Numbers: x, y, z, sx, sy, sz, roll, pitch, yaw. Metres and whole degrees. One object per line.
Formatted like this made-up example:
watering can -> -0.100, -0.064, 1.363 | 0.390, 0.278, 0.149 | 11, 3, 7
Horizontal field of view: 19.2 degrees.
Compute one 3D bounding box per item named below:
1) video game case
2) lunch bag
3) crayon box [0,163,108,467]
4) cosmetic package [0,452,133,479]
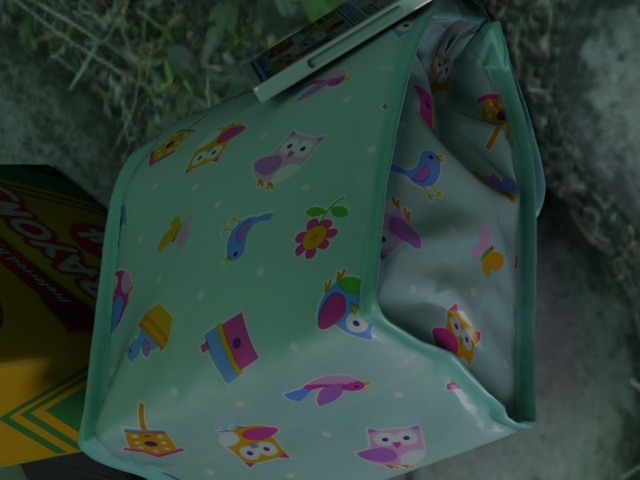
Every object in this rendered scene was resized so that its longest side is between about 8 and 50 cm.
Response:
video game case -> 0.014, -0.117, 1.037 | 0.122, 0.087, 0.011 | -31, 105, 1
lunch bag -> 0.000, 0.000, 1.031 | 0.223, 0.160, 0.262 | -26, 42, 33
crayon box -> -0.209, 0.040, 1.080 | 0.202, 0.318, 0.081 | 37, 112, 26
cosmetic package -> -0.162, 0.209, 1.137 | 0.127, 0.107, 0.238 | -54, 44, 18
